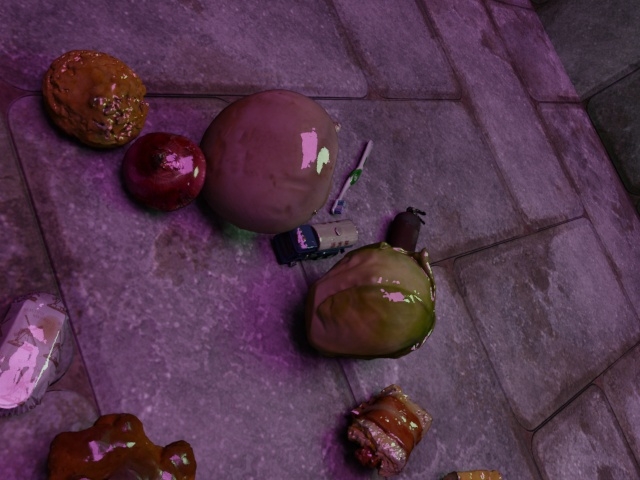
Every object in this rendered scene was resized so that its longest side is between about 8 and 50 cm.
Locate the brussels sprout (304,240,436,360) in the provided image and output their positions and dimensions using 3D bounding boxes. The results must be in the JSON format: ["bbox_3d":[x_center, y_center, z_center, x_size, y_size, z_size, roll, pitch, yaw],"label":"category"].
[{"bbox_3d":[0.108,0.126,1.182,0.294,0.259,0.227,-5,61,-17],"label":"brussels sprout"}]

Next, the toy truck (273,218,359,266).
[{"bbox_3d":[0.000,0.000,1.274,0.201,0.088,0.074,-9,75,-43],"label":"toy truck"}]

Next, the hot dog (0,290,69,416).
[{"bbox_3d":[-0.422,0.156,0.848,0.099,0.053,0.192,27,49,-29],"label":"hot dog"}]

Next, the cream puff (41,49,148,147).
[{"bbox_3d":[-0.390,-0.252,1.042,0.189,0.129,0.189,19,56,-29],"label":"cream puff"}]

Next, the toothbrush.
[{"bbox_3d":[0.084,-0.164,1.482,0.030,0.030,0.304,42,45,-16],"label":"toothbrush"}]

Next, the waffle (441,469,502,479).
[{"bbox_3d":[0.342,0.634,1.255,0.168,0.057,0.274,15,59,-36],"label":"waffle"}]

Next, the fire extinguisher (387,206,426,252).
[{"bbox_3d":[0.209,0.010,1.462,0.089,0.072,0.268,33,50,-15],"label":"fire extinguisher"}]

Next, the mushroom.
[{"bbox_3d":[-0.092,-0.142,1.195,0.290,0.292,0.293,44,31,-69],"label":"mushroom"}]

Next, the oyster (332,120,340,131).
[{"bbox_3d":[-0.029,-0.244,1.399,0.106,0.061,0.200,43,46,-14],"label":"oyster"}]

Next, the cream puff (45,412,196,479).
[{"bbox_3d":[-0.264,0.374,0.795,0.241,0.154,0.269,26,51,-30],"label":"cream puff"}]

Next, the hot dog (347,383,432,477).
[{"bbox_3d":[0.133,0.380,1.184,0.146,0.103,0.213,45,32,17],"label":"hot dog"}]

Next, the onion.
[{"bbox_3d":[-0.279,-0.127,1.039,0.150,0.140,0.150,0,90,-4],"label":"onion"}]
